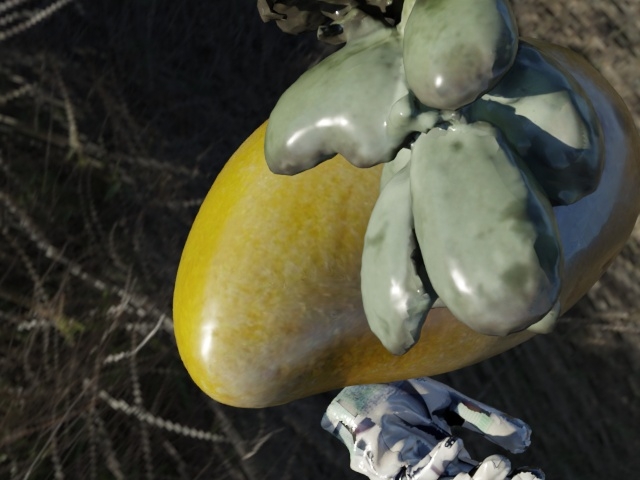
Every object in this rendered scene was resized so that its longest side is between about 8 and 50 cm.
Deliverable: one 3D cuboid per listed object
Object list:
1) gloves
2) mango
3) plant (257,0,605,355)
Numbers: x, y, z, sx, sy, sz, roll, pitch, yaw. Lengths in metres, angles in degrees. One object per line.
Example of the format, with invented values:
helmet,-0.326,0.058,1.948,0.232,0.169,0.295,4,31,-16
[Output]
gloves,0.112,0.199,1.370,0.212,0.111,0.127,36,19,16
mango,0.059,-0.010,1.001,0.384,0.199,0.221,-31,117,-27
plant,0.041,-0.090,0.620,0.149,0.146,0.275,-9,93,6
